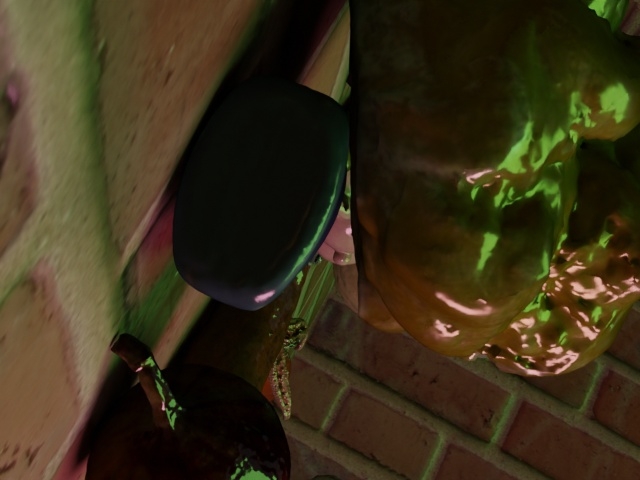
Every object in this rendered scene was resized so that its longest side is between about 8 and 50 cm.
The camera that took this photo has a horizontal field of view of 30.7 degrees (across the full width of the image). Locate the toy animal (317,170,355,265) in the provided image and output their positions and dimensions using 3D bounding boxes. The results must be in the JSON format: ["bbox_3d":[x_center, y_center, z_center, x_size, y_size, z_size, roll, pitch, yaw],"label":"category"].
[{"bbox_3d":[0.041,-0.031,1.568,0.124,0.124,0.212,-61,180,-15],"label":"toy animal"}]

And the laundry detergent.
[{"bbox_3d":[-0.026,-0.030,0.821,0.290,0.094,0.143,-13,121,-85],"label":"laundry detergent"}]

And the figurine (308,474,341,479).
[{"bbox_3d":[-0.025,0.323,1.196,0.184,0.128,0.208,-57,172,-32],"label":"figurine"}]

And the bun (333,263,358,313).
[{"bbox_3d":[0.141,-0.018,2.146,0.349,0.227,0.352,99,17,-78],"label":"bun"}]

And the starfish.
[{"bbox_3d":[-0.058,0.126,1.567,0.213,0.057,0.238,1,96,-72],"label":"starfish"}]

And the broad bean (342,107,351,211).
[{"bbox_3d":[0.044,-0.129,1.375,0.325,0.067,0.075,-51,139,-60],"label":"broad bean"}]

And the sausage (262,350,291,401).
[{"bbox_3d":[-0.093,0.197,1.709,0.089,0.089,0.179,-60,179,-31],"label":"sausage"}]

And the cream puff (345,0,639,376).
[{"bbox_3d":[0.155,-0.079,0.859,0.378,0.275,0.378,-2,90,-87],"label":"cream puff"}]

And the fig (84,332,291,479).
[{"bbox_3d":[-0.090,0.157,0.856,0.149,0.148,0.202,-15,159,-37],"label":"fig"}]

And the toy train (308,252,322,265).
[{"bbox_3d":[0.000,0.000,1.854,0.083,0.033,0.053,-63,179,24],"label":"toy train"}]

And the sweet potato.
[{"bbox_3d":[-0.079,0.095,1.129,0.097,0.097,0.292,112,-1,-59],"label":"sweet potato"}]
